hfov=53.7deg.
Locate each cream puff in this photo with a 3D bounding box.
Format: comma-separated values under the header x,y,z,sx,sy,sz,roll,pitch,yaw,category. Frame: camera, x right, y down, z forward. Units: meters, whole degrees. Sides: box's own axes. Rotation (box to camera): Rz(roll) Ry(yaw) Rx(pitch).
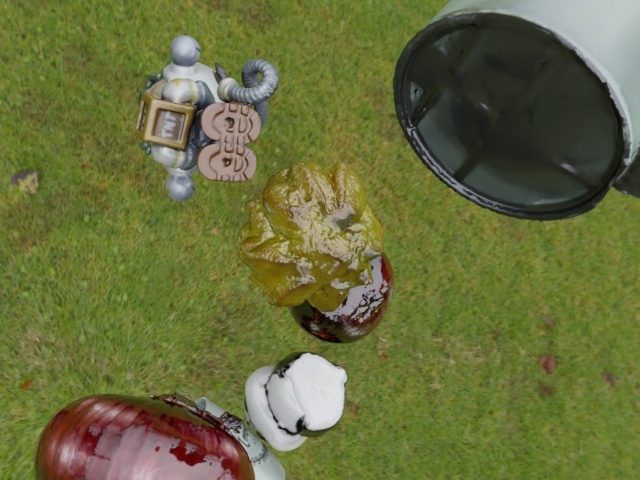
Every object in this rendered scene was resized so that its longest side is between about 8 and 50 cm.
x,y,z,sx,sy,sz,roll,pitch,yaw,category
-0.009,-0.002,1.008,0.244,0.244,0.196,5,44,-18,cream puff

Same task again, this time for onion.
x,y,z,sx,sy,sz,roll,pitch,yaw,category
-0.224,0.317,0.765,0.273,0.273,0.284,25,66,-12,onion

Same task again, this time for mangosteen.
x,y,z,sx,sy,sz,roll,pitch,yaw,category
0.021,0.085,1.324,0.236,0.261,0.235,-15,117,-33,mangosteen

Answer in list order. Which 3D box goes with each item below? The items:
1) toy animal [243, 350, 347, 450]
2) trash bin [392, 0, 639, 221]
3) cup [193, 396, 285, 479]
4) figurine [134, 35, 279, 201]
x,y,z,sx,sy,sz,roll,pitch,yaw,category
-0.070,0.351,1.367,0.165,0.235,0.187,-11,72,-49,toy animal
0.230,-0.183,0.612,0.277,0.217,0.262,32,61,16,trash bin
-0.192,0.464,1.250,0.234,0.258,0.186,39,88,-14,cup
-0.206,-0.183,1.014,0.186,0.382,0.260,16,102,-25,figurine
